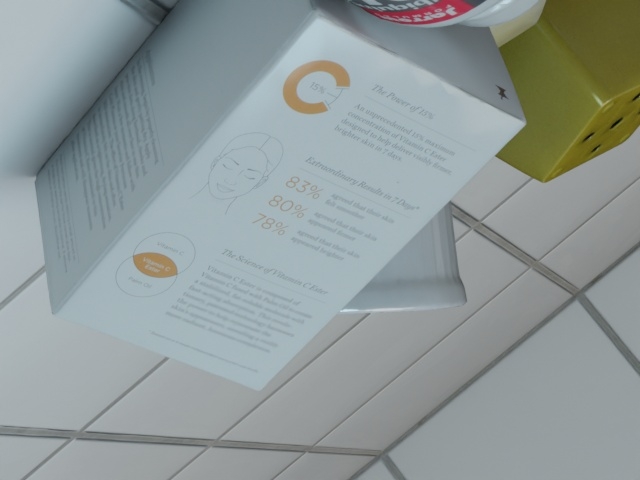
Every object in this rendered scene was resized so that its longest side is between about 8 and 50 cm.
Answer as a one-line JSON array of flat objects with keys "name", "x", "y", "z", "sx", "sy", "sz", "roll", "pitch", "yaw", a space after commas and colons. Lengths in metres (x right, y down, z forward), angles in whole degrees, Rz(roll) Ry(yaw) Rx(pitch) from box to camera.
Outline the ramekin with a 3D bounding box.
[{"name": "ramekin", "x": 0.000, "y": 0.000, "z": 1.785, "sx": 0.277, "sy": 0.135, "sz": 0.277, "roll": -2, "pitch": 180, "yaw": 0}]

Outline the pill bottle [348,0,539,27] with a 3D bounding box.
[{"name": "pill bottle", "x": 0.051, "y": -0.244, "z": 1.264, "sx": 0.176, "sy": 0.176, "sz": 0.318, "roll": -43, "pitch": 155, "yaw": 17}]

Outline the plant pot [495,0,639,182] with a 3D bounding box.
[{"name": "plant pot", "x": 0.244, "y": -0.187, "z": 1.903, "sx": 0.212, "sy": 0.187, "sz": 0.212, "roll": -25, "pitch": 160, "yaw": -36}]

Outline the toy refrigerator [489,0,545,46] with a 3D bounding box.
[{"name": "toy refrigerator", "x": 0.070, "y": -0.185, "z": 1.685, "sx": 0.269, "sy": 0.102, "sz": 0.094, "roll": -34, "pitch": 164, "yaw": -17}]

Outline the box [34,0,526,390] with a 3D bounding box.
[{"name": "box", "x": -0.042, "y": -0.072, "z": 1.485, "sx": 0.215, "sy": 0.168, "sz": 0.345, "roll": 24, "pitch": 124, "yaw": -33}]
